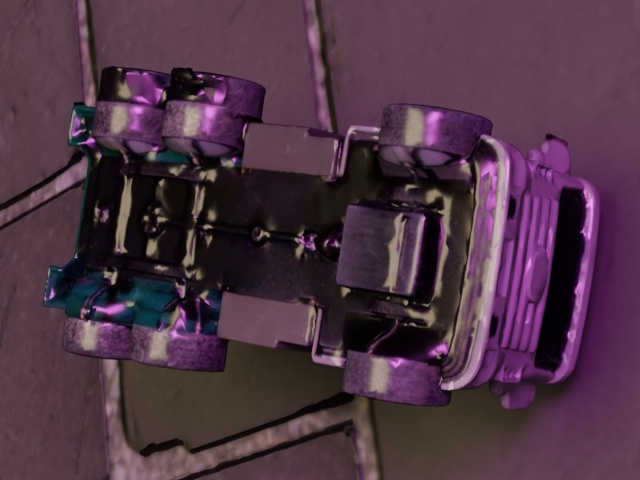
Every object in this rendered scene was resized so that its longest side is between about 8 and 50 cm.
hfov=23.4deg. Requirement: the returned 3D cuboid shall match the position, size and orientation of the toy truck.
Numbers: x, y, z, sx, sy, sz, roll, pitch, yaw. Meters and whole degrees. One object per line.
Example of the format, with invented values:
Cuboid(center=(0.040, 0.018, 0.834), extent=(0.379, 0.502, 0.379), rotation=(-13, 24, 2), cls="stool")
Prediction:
Cuboid(center=(0.000, 0.000, 0.578), extent=(0.216, 0.116, 0.110), rotation=(7, 89, 40), cls="toy truck")
